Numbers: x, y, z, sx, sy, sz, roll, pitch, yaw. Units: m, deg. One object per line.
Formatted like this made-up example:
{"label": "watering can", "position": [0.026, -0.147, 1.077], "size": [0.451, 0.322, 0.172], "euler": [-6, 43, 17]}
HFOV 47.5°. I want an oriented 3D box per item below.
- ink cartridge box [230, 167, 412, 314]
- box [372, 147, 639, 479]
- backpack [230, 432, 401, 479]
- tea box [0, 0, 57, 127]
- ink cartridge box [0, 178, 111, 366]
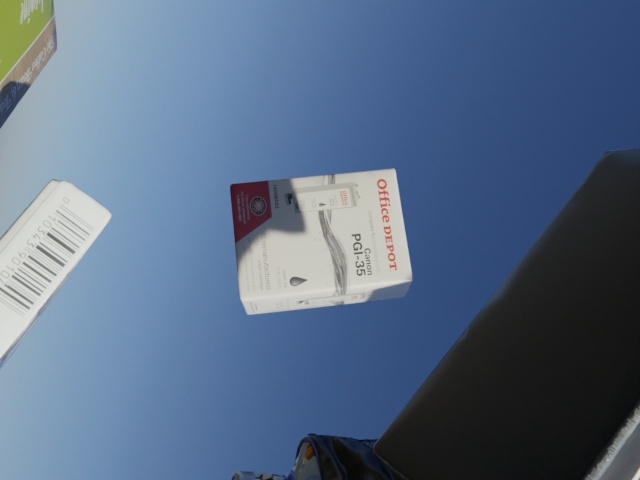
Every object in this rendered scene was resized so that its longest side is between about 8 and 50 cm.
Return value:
{"label": "ink cartridge box", "position": [0.000, 0.000, 1.228], "size": [0.117, 0.282, 0.207], "euler": [92, -9, -73]}
{"label": "box", "position": [0.251, 0.137, 0.499], "size": [0.296, 0.294, 0.182], "euler": [-48, -159, -12]}
{"label": "backpack", "position": [0.007, 0.321, 0.594], "size": [0.277, 0.213, 0.263], "euler": [-88, -178, -52]}
{"label": "tea box", "position": [-0.380, -0.250, 0.479], "size": [0.220, 0.328, 0.324], "euler": [-92, -171, -55]}
{"label": "ink cartridge box", "position": [-0.221, 0.065, 0.468], "size": [0.206, 0.045, 0.208], "euler": [-56, -165, -16]}
